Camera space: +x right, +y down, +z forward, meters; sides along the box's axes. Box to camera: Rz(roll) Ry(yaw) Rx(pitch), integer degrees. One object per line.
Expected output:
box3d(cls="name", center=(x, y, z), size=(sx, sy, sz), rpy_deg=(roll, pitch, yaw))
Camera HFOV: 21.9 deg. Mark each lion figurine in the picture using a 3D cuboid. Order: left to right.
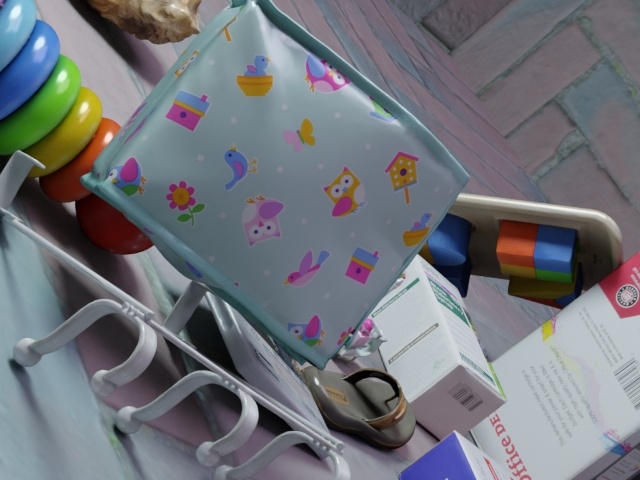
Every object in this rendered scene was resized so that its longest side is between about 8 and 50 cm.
box3d(cls="lion figurine", center=(-0.308, -0.375, 1.918), size=(0.392, 0.142, 0.240), rpy_deg=(23, 36, -33))

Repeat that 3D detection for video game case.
box3d(cls="video game case", center=(-0.058, 0.100, 1.562), size=(0.190, 0.022, 0.173), rpy_deg=(52, 8, -49))

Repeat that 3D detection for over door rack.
box3d(cls="over door rack", center=(-0.136, 0.087, 1.303), size=(0.239, 0.108, 0.324), rpy_deg=(40, 3, -36))

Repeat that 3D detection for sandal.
box3d(cls="sandal", center=(0.050, 0.162, 1.726), size=(0.219, 0.060, 0.090), rpy_deg=(28, 26, -55))

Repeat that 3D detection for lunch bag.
box3d(cls="lunch bag", center=(-0.030, -0.046, 1.384), size=(0.262, 0.223, 0.160), rpy_deg=(39, -6, -16))

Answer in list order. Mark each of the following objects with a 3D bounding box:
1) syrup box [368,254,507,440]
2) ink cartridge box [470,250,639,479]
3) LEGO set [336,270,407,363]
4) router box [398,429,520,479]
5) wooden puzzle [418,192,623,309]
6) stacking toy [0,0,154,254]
box3d(cls="syrup box", center=(0.132, 0.125, 1.996), size=(0.093, 0.096, 0.237), rpy_deg=(41, 18, -32))
box3d(cls="ink cartridge box", center=(0.348, 0.197, 2.040), size=(0.131, 0.306, 0.226), rpy_deg=(38, 19, -40))
box3d(cls="LEGO set", center=(0.000, 0.000, 1.888), size=(0.287, 0.107, 0.132), rpy_deg=(54, 15, 15))
box3d(cls="router box", center=(0.242, 0.391, 1.683), size=(0.301, 0.082, 0.335), rpy_deg=(39, 18, -36))
box3d(cls="wooden puzzle", center=(0.224, 0.019, 2.171), size=(0.348, 0.080, 0.322), rpy_deg=(12, -15, 15))
box3d(cls="stacking toy", center=(-0.244, -0.115, 1.423), size=(0.330, 0.141, 0.141), rpy_deg=(48, 14, -30))
